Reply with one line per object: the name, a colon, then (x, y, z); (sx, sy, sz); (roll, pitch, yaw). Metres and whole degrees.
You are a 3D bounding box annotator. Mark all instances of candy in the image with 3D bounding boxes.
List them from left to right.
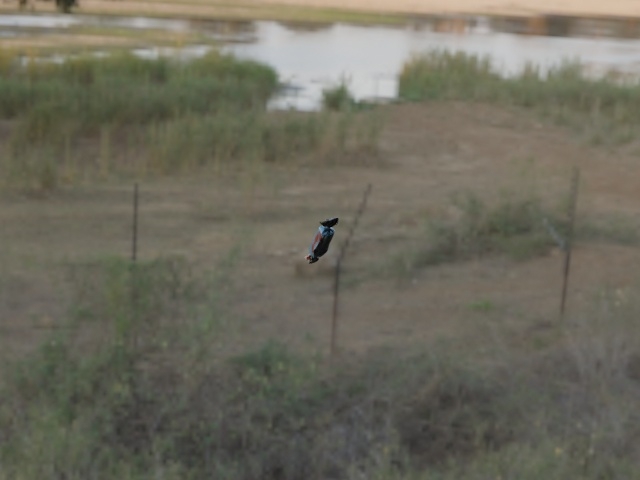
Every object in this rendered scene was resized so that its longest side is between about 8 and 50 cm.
candy: (0.000, 0.000, 1.578); (0.030, 0.083, 0.020); (-4, 49, -32)
